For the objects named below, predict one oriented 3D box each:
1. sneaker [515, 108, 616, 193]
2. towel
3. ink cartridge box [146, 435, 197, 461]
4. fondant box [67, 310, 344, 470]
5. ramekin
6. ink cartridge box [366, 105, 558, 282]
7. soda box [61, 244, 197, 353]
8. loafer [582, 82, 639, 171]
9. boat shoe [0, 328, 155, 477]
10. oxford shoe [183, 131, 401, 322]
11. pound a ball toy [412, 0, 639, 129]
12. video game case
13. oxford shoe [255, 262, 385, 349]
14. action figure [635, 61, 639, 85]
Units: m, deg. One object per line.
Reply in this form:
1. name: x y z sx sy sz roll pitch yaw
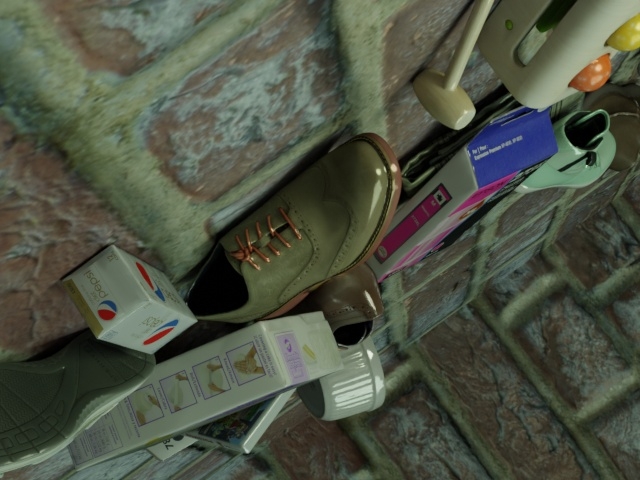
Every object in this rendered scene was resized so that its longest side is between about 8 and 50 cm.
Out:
1. sneaker: 0.401 -0.143 1.902 0.256 0.094 0.151 -19 169 -43
2. towel: 0.249 -0.156 1.830 0.312 0.056 0.324 -33 170 3
3. ink cartridge box: -0.187 0.284 2.112 0.332 0.065 0.165 -28 179 -3
4. fondant box: -0.161 0.202 1.746 0.330 0.096 0.238 -25 172 18
5. ramekin: 0.017 0.216 2.228 0.109 0.207 0.207 -20 163 -19
6. ink cartridge box: 0.205 -0.072 1.775 0.175 0.069 0.371 -25 164 -37
7. soda box: -0.200 0.067 1.364 0.069 0.074 0.216 -36 168 0
8. loafer: 0.500 -0.187 2.163 0.366 0.130 0.134 -20 160 -51
9. boat shoe: -0.318 0.190 1.423 0.320 0.118 0.103 -31 164 -52
10. oxford shoe: -0.036 0.004 1.471 0.130 0.123 0.348 -16 156 -45
11. pound a ball toy: 0.259 -0.231 1.343 0.208 0.136 0.319 -28 165 -32
12. video game case: -0.113 0.222 1.913 0.183 0.023 0.201 5 -132 47
13. oxford shoe: -0.003 0.121 1.939 0.130 0.133 0.364 -32 172 -22
14. action figure: 0.625 -0.334 2.037 0.285 0.099 0.185 -35 177 17
